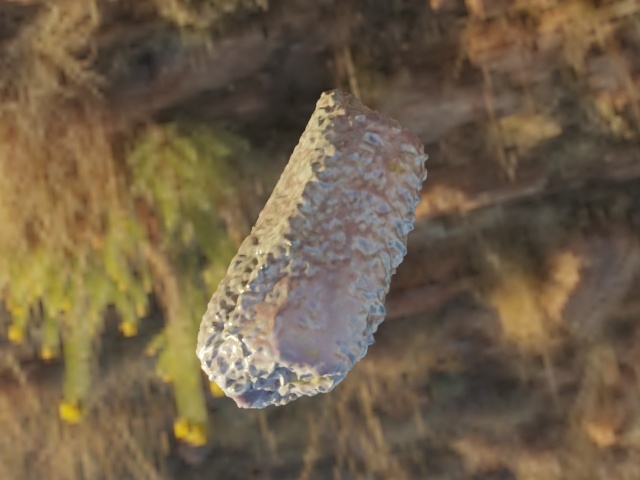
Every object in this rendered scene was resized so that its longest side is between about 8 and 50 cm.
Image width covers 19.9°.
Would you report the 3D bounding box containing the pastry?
[{"bbox_3d":[0.009,-0.007,1.239,0.103,0.265,0.112,35,142,-21],"label":"pastry"}]
